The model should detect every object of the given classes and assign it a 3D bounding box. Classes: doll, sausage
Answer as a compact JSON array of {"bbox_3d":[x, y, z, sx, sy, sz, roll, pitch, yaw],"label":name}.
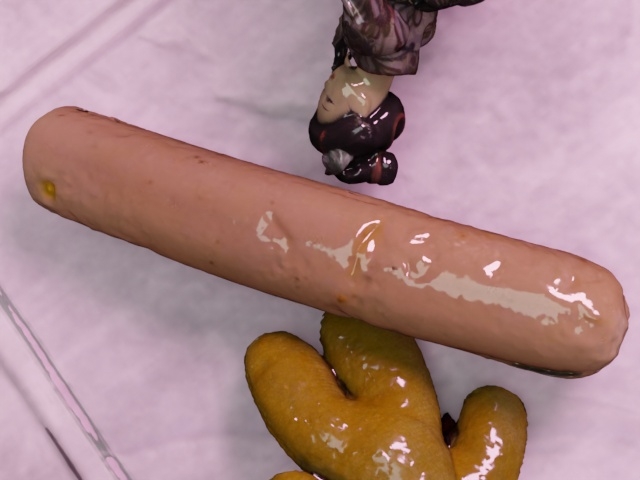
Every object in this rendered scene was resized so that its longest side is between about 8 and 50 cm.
[{"bbox_3d":[0.040,0.127,0.682,0.137,0.097,0.209,-16,66,-23],"label":"doll"},{"bbox_3d":[-0.001,0.001,0.681,0.301,0.066,0.066,16,90,16],"label":"sausage"}]

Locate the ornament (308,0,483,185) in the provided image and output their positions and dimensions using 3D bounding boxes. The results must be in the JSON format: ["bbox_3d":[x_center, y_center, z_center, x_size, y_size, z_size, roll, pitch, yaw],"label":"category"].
[{"bbox_3d":[0.021,-0.126,0.670,0.153,0.166,0.196,22,106,11],"label":"ornament"}]
